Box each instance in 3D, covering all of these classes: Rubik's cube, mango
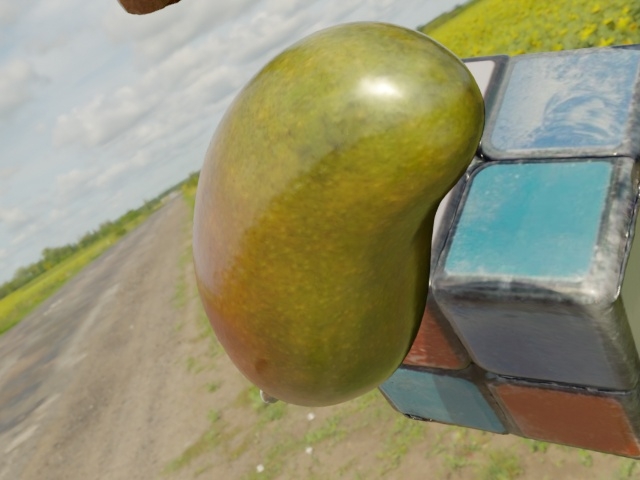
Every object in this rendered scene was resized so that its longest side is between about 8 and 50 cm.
[{"bbox_3d":[0.208,0.012,0.851,0.319,0.313,0.316,4,55,34],"label":"Rubik's cube"},{"bbox_3d":[-0.003,-0.003,0.432,0.129,0.146,0.289,-18,-36,-21],"label":"mango"}]

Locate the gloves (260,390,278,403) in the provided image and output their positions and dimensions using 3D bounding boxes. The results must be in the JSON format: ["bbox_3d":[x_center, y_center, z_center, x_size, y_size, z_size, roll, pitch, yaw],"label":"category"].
[{"bbox_3d":[-0.031,0.116,1.023,0.132,0.140,0.218,-12,26,-8],"label":"gloves"}]

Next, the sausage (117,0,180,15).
[{"bbox_3d":[-0.161,-0.230,0.461,0.102,0.076,0.302,-56,-20,5],"label":"sausage"}]
